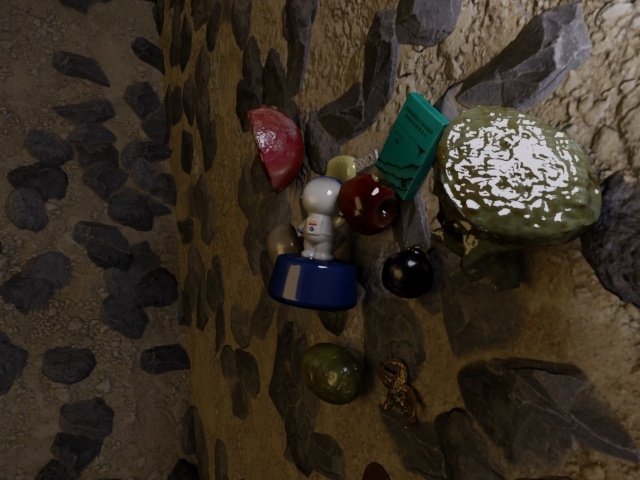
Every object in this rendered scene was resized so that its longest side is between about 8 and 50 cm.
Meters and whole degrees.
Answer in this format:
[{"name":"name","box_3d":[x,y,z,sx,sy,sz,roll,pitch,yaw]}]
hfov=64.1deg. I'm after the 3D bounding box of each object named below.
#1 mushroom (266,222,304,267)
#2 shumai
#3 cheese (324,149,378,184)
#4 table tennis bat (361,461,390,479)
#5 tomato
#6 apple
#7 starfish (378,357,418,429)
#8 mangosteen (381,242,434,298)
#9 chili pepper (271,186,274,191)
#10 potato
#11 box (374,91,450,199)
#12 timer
[{"name":"mushroom","box_3d":[-0.088,0.043,1.748,0.226,0.178,0.226,164,90,-89]},{"name":"shumai","box_3d":[0.347,-0.073,1.024,0.288,0.292,0.330,71,-175,-62]},{"name":"cheese","box_3d":[0.095,-0.215,1.534,0.255,0.050,0.127,-24,72,56]},{"name":"table tennis bat","box_3d":[0.158,0.772,1.520,0.131,0.022,0.234,35,120,52]},{"name":"tomato","box_3d":[-0.140,-0.329,1.802,0.309,0.170,0.309,158,90,-89]},{"name":"apple","box_3d":[0.122,-0.101,1.404,0.158,0.147,0.156,31,151,45]},{"name":"starfish","box_3d":[0.212,0.408,1.399,0.209,0.053,0.150,49,119,51]},{"name":"mangosteen","box_3d":[0.226,0.071,1.284,0.137,0.137,0.151,-9,50,58]},{"name":"chili pepper","box_3d":[-0.166,-0.246,1.975,0.055,0.035,0.118,35,112,38]},{"name":"potato","box_3d":[0.033,0.412,1.594,0.298,0.141,0.176,7,84,65]},{"name":"box","box_3d":[0.232,-0.241,1.314,0.161,0.042,0.226,59,138,39]},{"name":"timer","box_3d":[0.000,0.000,1.527,0.270,0.270,0.384,14,97,57]}]
